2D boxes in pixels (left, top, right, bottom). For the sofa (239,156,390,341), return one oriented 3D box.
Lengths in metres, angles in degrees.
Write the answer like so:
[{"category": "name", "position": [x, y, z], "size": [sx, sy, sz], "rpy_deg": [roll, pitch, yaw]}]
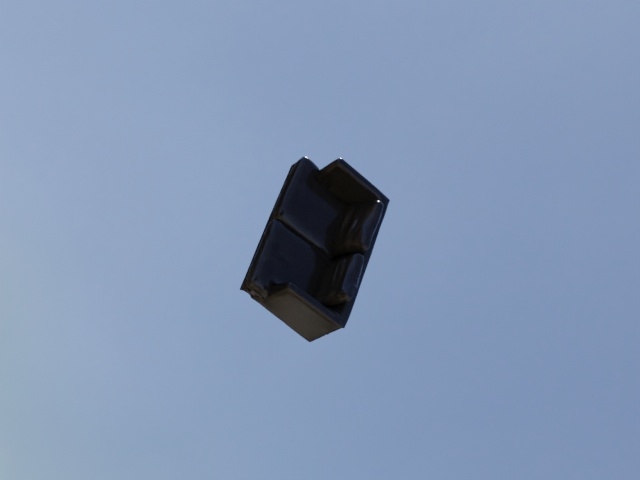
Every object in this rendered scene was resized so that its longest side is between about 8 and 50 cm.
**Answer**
[{"category": "sofa", "position": [0.000, 0.000, 1.259], "size": [0.085, 0.147, 0.060], "rpy_deg": [39, -40, -20]}]
